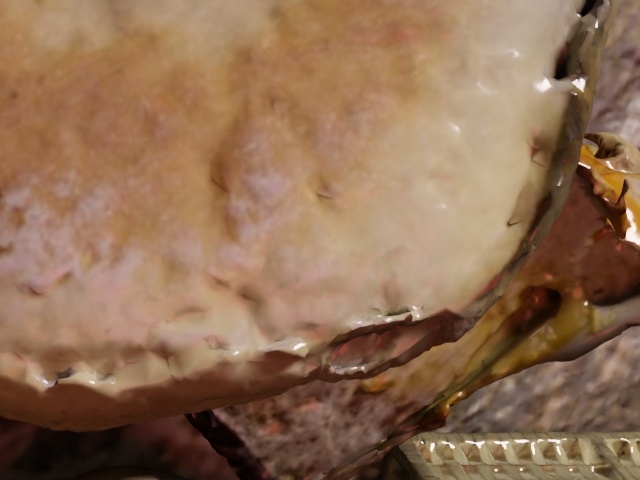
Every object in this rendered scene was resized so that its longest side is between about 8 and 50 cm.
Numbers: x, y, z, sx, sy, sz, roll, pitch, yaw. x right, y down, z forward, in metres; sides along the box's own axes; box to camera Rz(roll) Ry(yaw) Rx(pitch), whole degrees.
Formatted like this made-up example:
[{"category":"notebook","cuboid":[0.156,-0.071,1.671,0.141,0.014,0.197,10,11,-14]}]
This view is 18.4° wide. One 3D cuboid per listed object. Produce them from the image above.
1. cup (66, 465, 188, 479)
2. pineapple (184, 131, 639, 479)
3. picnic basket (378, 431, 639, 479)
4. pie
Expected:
[{"category":"cup","cuboid":[-0.061,0.224,0.684,0.202,0.255,0.173,-43,156,4]},{"category":"pineapple","cuboid":[0.000,0.000,0.690,0.236,0.114,0.186,4,115,-14]},{"category":"picnic basket","cuboid":[0.119,0.174,0.802,0.196,0.134,0.154,1,116,-24]},{"category":"pie","cuboid":[-0.066,-0.093,0.571,0.338,0.075,0.337,0,90,-7]}]
